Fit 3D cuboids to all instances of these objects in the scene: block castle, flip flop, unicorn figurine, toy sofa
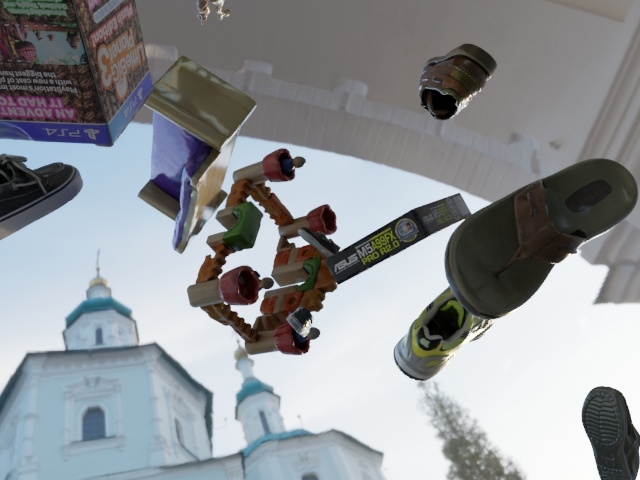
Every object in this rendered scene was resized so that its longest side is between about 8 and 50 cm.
[{"bbox_3d":[-0.100,0.030,1.463,0.213,0.453,0.303,-14,-47,30],"label":"block castle"},{"bbox_3d":[0.248,-0.017,0.657,0.277,0.112,0.080,-29,-13,-18],"label":"flip flop"},{"bbox_3d":[-0.136,-0.402,0.901,0.060,0.111,0.161,21,-90,5],"label":"unicorn figurine"},{"bbox_3d":[-0.249,-0.134,1.091,0.150,0.177,0.362,33,-28,-1],"label":"toy sofa"}]

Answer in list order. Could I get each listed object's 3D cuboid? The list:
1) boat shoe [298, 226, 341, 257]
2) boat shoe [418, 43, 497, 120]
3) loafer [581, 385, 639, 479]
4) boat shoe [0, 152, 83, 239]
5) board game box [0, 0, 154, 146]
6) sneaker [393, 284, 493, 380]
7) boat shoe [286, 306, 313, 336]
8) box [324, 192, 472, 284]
[{"bbox_3d":[0.000,0.000,1.441,0.125,0.046,0.038,38,-106,-26],"label":"boat shoe"},{"bbox_3d":[0.241,-0.300,1.217,0.111,0.307,0.104,34,-92,-2],"label":"boat shoe"},{"bbox_3d":[0.625,0.412,1.294,0.087,0.094,0.251,-25,-71,-34],"label":"loafer"},{"bbox_3d":[-0.487,-0.083,0.949,0.113,0.306,0.104,-2,-65,20],"label":"boat shoe"},{"bbox_3d":[-0.327,-0.259,0.618,0.232,0.141,0.290,4,-50,6],"label":"board game box"},{"bbox_3d":[0.325,0.164,1.379,0.385,0.145,0.147,-41,-17,-34],"label":"sneaker"},{"bbox_3d":[-0.031,0.143,1.088,0.040,0.142,0.049,-42,-95,-5],"label":"boat shoe"},{"bbox_3d":[0.163,-0.008,1.221,0.216,0.060,0.270,-30,-6,32],"label":"box"}]
